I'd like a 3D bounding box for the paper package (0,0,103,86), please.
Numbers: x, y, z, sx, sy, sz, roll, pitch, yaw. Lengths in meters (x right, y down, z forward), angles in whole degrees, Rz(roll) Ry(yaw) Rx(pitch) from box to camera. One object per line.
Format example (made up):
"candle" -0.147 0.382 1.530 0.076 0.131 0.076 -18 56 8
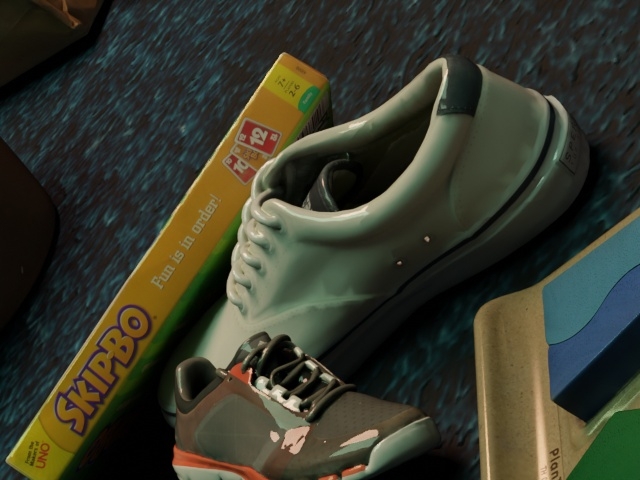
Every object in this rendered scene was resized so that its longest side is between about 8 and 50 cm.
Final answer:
"paper package" -0.291 -0.265 1.520 0.325 0.168 0.309 -23 38 45

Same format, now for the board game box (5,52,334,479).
"board game box" -0.076 0.031 0.930 0.259 0.039 0.124 -59 -5 -6

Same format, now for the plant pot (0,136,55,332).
"plant pot" -0.306 -0.029 1.202 0.263 0.229 0.263 -37 32 28

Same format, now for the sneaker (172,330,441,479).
"sneaker" -0.017 0.072 0.790 0.061 0.064 0.158 -17 7 -43

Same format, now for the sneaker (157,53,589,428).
"sneaker" 0.000 0.000 0.845 0.258 0.091 0.094 -40 30 28

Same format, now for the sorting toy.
"sorting toy" 0.141 0.070 0.603 0.229 0.041 0.307 -36 32 30
